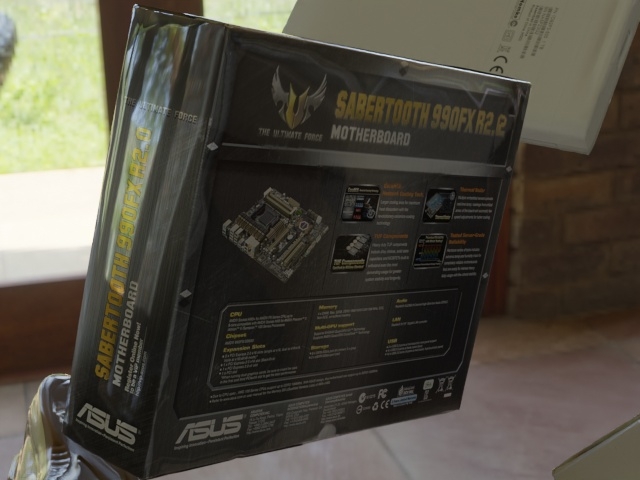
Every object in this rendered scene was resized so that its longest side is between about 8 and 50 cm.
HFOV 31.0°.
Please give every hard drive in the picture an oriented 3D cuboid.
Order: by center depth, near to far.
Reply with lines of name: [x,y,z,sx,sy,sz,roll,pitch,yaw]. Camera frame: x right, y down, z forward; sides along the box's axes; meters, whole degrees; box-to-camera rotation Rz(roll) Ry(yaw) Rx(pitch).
hard drive: [0.122,-0.197,1.036,0.308,0.203,0.040,14,-20,27]

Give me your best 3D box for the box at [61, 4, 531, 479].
box: [0.000,0.000,0.535,0.056,0.183,0.231,18,13,38]

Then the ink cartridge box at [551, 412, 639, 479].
ink cartridge box: [0.166,0.156,0.474,0.063,0.150,0.109,-32,30,6]

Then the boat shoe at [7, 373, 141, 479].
boat shoe: [-0.202,0.244,0.958,0.122,0.110,0.341,23,18,-20]
